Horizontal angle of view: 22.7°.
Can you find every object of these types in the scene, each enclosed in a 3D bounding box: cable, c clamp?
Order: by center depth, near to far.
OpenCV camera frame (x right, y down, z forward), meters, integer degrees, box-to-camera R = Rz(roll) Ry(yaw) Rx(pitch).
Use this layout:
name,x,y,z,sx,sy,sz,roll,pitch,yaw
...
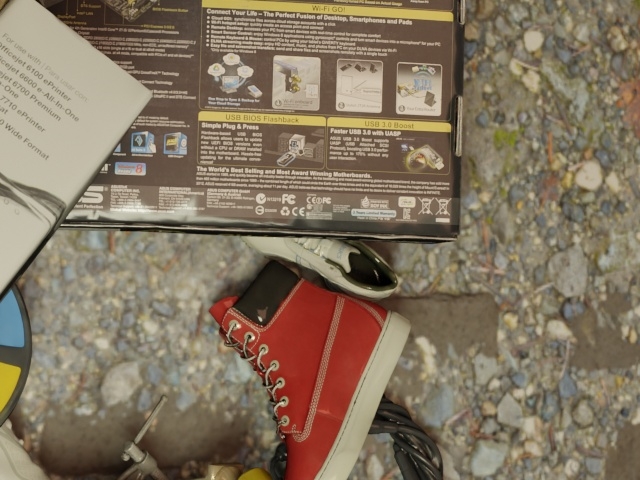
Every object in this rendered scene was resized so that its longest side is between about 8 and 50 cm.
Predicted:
name,x,y,z,sx,sy,sz,roll,pitch,yaw
c clamp,-0.141,0.240,1.421,0.137,0.022,0.161,-49,128,-23
cable,0.047,0.229,1.521,0.184,0.047,0.150,45,66,-11

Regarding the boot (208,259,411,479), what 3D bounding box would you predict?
name,x,y,z,sx,sy,sz,roll,pitch,yaw
boot,-0.040,0.144,1.442,0.176,0.088,0.244,24,64,-3

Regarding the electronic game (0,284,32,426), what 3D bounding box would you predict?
name,x,y,z,sx,sy,sz,roll,pitch,yaw
electronic game,-0.343,0.076,1.271,0.229,0.048,0.229,11,61,-21

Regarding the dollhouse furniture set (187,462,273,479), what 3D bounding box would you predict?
name,x,y,z,sx,sy,sz,roll,pitch,yaw
dollhouse furniture set,-0.146,0.337,1.277,0.286,0.198,0.303,6,96,-42

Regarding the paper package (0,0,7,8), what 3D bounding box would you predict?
name,x,y,z,sx,sy,sz,roll,pitch,yaw
paper package,-0.335,-0.311,1.169,0.309,0.325,0.168,13,114,-3

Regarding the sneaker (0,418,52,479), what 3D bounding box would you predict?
name,x,y,z,sx,sy,sz,roll,pitch,yaw
sneaker,-0.307,0.152,1.337,0.292,0.110,0.118,38,64,-18

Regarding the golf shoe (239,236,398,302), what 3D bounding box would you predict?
name,x,y,z,sx,sy,sz,roll,pitch,yaw
golf shoe,0.000,0.000,1.487,0.176,0.086,0.069,29,78,-18

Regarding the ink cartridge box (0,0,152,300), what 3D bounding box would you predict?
name,x,y,z,sx,sy,sz,roll,pitch,yaw
ink cartridge box,-0.280,-0.001,1.168,0.129,0.223,0.307,38,62,-7

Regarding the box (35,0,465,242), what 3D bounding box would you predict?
name,x,y,z,sx,sy,sz,roll,pitch,yaw
box,-0.071,-0.160,1.408,0.395,0.097,0.318,1,88,-8
